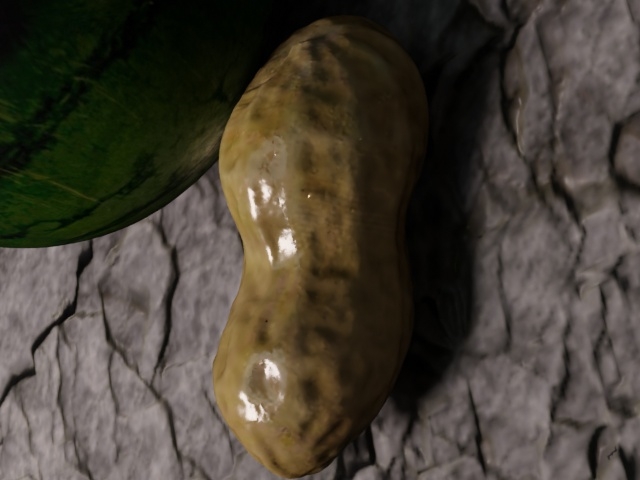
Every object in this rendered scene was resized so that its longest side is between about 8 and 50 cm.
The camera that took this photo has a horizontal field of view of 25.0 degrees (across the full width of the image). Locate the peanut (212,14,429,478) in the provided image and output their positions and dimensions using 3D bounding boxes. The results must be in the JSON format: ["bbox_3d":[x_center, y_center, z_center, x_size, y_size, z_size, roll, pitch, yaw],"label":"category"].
[{"bbox_3d":[-0.002,0.000,0.587,0.089,0.089,0.193,-9,74,46],"label":"peanut"}]

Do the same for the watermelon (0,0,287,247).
[{"bbox_3d":[-0.134,-0.116,0.647,0.242,0.242,0.242,-13,72,45],"label":"watermelon"}]
